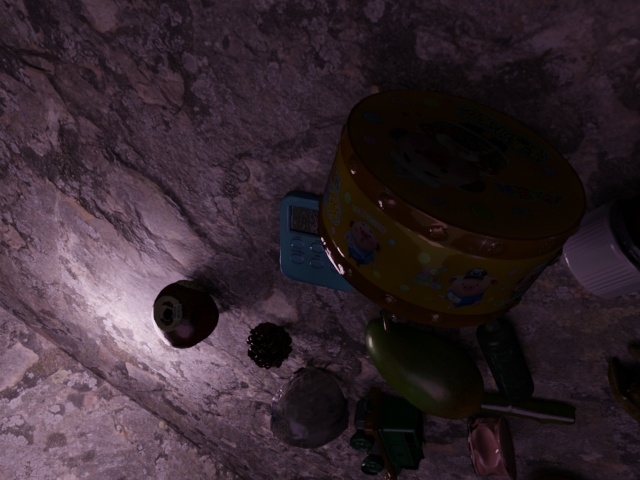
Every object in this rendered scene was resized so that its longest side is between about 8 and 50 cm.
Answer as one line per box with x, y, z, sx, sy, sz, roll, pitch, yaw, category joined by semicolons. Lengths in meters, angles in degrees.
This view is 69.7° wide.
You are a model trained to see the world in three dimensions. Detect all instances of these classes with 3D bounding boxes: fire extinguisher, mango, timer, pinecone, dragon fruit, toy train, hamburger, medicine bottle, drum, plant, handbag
0.485;0.292;1.214;0.114;0.095;0.311;-33;116;-4;fire extinguisher
0.288;0.354;1.303;0.382;0.201;0.225;37;160;9;mango
0.000;0.000;1.229;0.232;0.091;0.250;11;128;21;timer
-0.179;0.355;1.578;0.174;0.173;0.173;15;133;17;pinecone
-0.040;0.630;1.646;0.204;0.221;0.283;19;115;41;dragon fruit
0.256;0.701;1.645;0.249;0.178;0.429;-8;124;20;toy train
0.821;0.364;1.032;0.288;0.192;0.167;24;125;8;hamburger
0.610;-0.045;0.761;0.242;0.242;0.395;41;147;-9;medicine bottle
0.217;-0.072;0.816;0.431;0.431;0.214;24;134;9;drum
0.184;0.189;1.272;0.116;0.122;0.104;34;147;-12;plant
0.532;0.644;1.434;0.116;0.179;0.205;-13;122;28;handbag

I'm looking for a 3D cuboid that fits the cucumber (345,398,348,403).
0.015;0.655;1.800;0.072;0.072;0.300;43;132;-11;cucumber

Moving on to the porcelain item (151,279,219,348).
-0.465;0.265;1.655;0.253;0.253;0.253;15;133;17;porcelain item

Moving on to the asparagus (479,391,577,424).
0.593;0.492;1.350;0.278;0.060;0.067;3;109;27;asparagus

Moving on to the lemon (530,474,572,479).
0.768;0.858;1.479;0.257;0.188;0.188;-8;123;36;lemon
